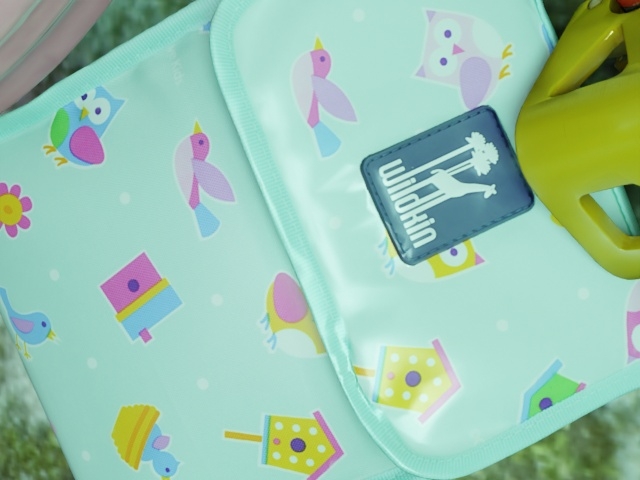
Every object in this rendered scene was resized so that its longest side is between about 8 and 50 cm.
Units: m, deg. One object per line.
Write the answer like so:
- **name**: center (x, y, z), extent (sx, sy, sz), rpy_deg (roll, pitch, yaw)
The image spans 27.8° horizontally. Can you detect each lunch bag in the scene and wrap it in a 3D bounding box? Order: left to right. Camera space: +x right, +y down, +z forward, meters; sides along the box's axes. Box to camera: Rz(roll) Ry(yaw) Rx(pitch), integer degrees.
- **lunch bag**: center (0.000, 0.000, 0.558), extent (0.262, 0.160, 0.223), rpy_deg (-24, 89, 22)

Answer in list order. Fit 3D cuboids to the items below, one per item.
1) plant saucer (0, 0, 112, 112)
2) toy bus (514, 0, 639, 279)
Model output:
- **plant saucer**: center (-0.174, -0.165, 0.567), extent (0.332, 0.084, 0.332), rpy_deg (-18, 58, 30)
- **toy bus**: center (0.164, -0.046, 0.431), extent (0.191, 0.104, 0.202), rpy_deg (22, 150, 18)
